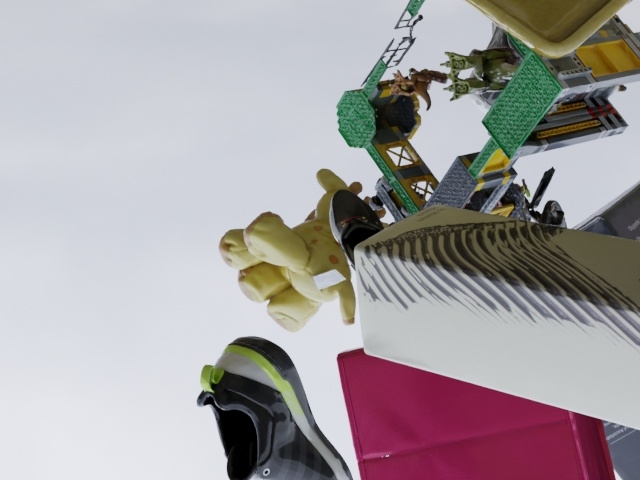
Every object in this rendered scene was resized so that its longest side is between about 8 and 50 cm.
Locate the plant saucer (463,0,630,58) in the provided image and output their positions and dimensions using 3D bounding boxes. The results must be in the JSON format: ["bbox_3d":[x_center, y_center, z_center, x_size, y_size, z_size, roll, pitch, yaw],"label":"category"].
[{"bbox_3d":[0.174,-0.304,1.112,0.333,0.081,0.332,-41,-118,-18],"label":"plant saucer"}]

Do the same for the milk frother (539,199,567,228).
[{"bbox_3d":[0.260,0.027,1.263,0.134,0.143,0.129,6,162,11],"label":"milk frother"}]

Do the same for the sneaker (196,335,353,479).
[{"bbox_3d":[-0.049,0.193,1.239,0.084,0.235,0.097,-1,-145,43],"label":"sneaker"}]

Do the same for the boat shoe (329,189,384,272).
[{"bbox_3d":[0.040,-0.005,1.329,0.048,0.042,0.133,-19,-131,-3],"label":"boat shoe"}]

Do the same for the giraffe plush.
[{"bbox_3d":[0.000,0.000,1.805,0.210,0.181,0.170,-2,-140,43],"label":"giraffe plush"}]

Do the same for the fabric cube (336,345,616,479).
[{"bbox_3d":[0.195,0.229,1.664,0.258,0.259,0.254,-14,172,17],"label":"fabric cube"}]

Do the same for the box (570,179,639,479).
[{"bbox_3d":[0.477,0.140,1.960,0.395,0.212,0.293,55,-147,6],"label":"box"}]

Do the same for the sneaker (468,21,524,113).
[{"bbox_3d":[0.303,-0.306,1.911,0.104,0.147,0.296,35,-130,-11],"label":"sneaker"}]

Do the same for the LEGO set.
[{"bbox_3d":[0.185,-0.151,1.358,0.192,0.331,0.255,-14,-128,-37],"label":"LEGO set"}]

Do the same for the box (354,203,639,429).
[{"bbox_3d":[0.163,0.051,0.984,0.275,0.094,0.113,11,-153,38],"label":"box"}]
